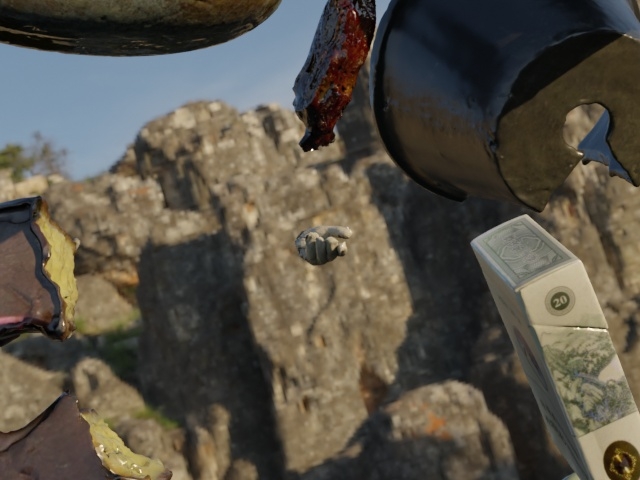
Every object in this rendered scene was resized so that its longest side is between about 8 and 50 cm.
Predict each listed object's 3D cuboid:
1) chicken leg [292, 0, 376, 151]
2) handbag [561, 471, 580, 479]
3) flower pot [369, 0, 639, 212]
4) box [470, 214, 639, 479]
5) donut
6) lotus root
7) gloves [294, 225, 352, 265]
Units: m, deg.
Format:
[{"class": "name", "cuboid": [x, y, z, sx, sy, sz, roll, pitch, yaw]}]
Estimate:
[{"class": "chicken leg", "cuboid": [0.017, -0.215, 1.216, 0.063, 0.234, 0.105, 14, 12, -27]}, {"class": "handbag", "cuboid": [0.337, 0.383, 1.031, 0.109, 0.315, 0.241, -41, -43, 18]}, {"class": "flower pot", "cuboid": [0.264, -0.185, 1.274, 0.379, 0.379, 0.251, -16, 26, -5]}, {"class": "box", "cuboid": [0.078, 0.038, 0.339, 0.024, 0.083, 0.054, -24, 18, 3]}, {"class": "donut", "cuboid": [-0.302, 0.153, 0.960, 0.259, 0.345, 0.136, -27, -22, -2]}, {"class": "lotus root", "cuboid": [-0.174, -0.194, 0.733, 0.322, 0.140, 0.158, -8, 21, -20]}, {"class": "gloves", "cuboid": [0.002, 0.002, 0.932, 0.044, 0.037, 0.081, -46, 11, -9]}]
